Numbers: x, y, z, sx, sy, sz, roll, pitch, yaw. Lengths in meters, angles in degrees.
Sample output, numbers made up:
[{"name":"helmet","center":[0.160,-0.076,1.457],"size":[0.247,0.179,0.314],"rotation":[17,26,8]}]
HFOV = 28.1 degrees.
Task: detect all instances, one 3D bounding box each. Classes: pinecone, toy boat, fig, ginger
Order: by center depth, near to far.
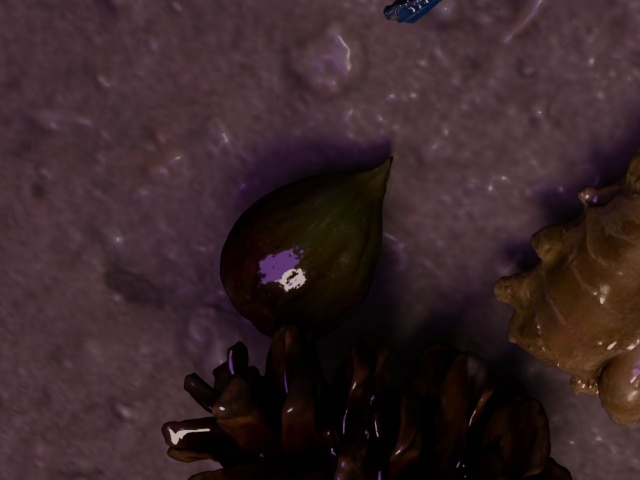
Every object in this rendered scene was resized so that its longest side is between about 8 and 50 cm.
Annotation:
[{"name":"toy boat","center":[0.072,-0.175,0.831],"size":[0.083,0.038,0.038],"rotation":[-41,94,25]},{"name":"ginger","center":[0.186,0.024,0.851],"size":[0.115,0.081,0.205],"rotation":[32,126,41]},{"name":"pinecone","center":[0.037,0.174,0.864],"size":[0.309,0.244,0.244],"rotation":[23,122,-25]},{"name":"fig","center":[0.000,0.000,0.903],"size":[0.154,0.109,0.103],"rotation":[-44,76,1]}]
